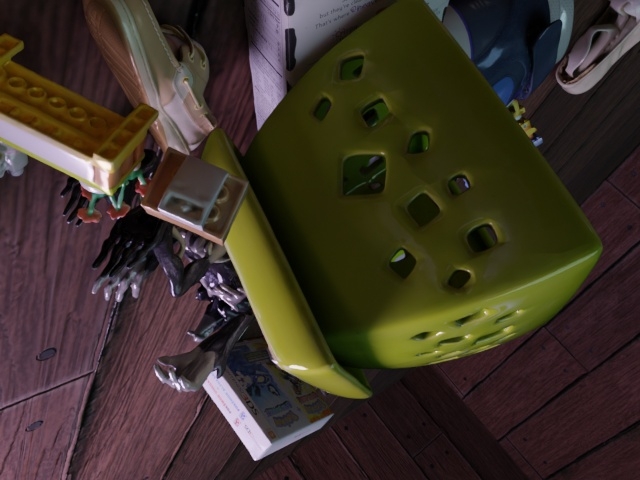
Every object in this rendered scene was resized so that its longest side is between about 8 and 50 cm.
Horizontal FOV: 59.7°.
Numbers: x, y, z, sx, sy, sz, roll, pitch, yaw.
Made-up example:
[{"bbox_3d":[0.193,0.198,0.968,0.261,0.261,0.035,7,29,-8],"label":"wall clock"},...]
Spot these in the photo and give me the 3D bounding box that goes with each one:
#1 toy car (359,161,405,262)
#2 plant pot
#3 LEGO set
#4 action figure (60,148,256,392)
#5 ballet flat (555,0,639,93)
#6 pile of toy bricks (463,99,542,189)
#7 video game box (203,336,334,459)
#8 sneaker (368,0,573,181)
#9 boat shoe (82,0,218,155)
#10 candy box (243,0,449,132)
[{"bbox_3d":[0.000,0.000,0.672,0.188,0.155,0.149,-26,157,-4],"label":"toy car"},{"bbox_3d":[0.046,-0.003,0.447,0.207,0.228,0.227,-28,157,1],"label":"plant pot"},{"bbox_3d":[-0.191,-0.031,0.302,0.287,0.132,0.107,-3,148,-24],"label":"LEGO set"},{"bbox_3d":[-0.129,0.040,0.517,0.141,0.164,0.276,-46,150,-12],"label":"action figure"},{"bbox_3d":[0.465,-0.337,0.871,0.086,0.086,0.248,-17,149,-45],"label":"ballet flat"},{"bbox_3d":[0.216,-0.149,0.806,0.212,0.118,0.105,-32,126,1],"label":"pile of toy bricks"},{"bbox_3d":[-0.092,0.245,0.914,0.048,0.187,0.205,-48,158,17],"label":"video game box"},{"bbox_3d":[0.188,-0.164,0.665,0.236,0.130,0.323,-27,150,-20],"label":"sneaker"},{"bbox_3d":[-0.106,-0.117,0.380,0.059,0.063,0.170,-38,168,-13],"label":"boat shoe"},{"bbox_3d":[0.022,-0.172,0.460,0.159,0.071,0.233,-30,157,-18],"label":"candy box"}]
